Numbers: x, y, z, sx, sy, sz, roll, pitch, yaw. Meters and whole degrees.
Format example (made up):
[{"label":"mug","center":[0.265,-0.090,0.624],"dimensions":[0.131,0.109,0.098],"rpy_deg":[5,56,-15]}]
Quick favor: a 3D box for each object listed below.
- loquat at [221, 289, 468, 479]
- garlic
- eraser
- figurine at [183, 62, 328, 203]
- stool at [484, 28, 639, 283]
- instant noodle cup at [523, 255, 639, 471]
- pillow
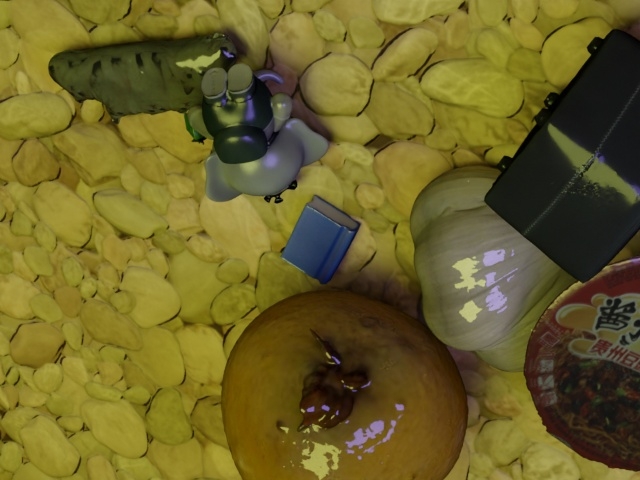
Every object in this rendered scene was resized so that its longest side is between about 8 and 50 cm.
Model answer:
[{"label":"loquat","center":[0.021,0.186,1.903],"dimensions":[0.274,0.275,0.275],"rpy_deg":[13,123,21]},{"label":"garlic","center":[0.174,0.037,1.824],"dimensions":[0.178,0.143,0.229],"rpy_deg":[-27,94,38]},{"label":"eraser","center":[0.000,0.000,1.961],"dimensions":[0.063,0.027,0.085],"rpy_deg":[32,127,6]},{"label":"figurine","center":[-0.072,-0.111,1.877],"dimensions":[0.147,0.126,0.192],"rpy_deg":[-17,138,6]},{"label":"stool","center":[0.262,-0.083,1.658],"dimensions":[0.141,0.232,0.232],"rpy_deg":[37,128,1]},{"label":"instant noodle cup","center":[0.340,0.104,1.782],"dimensions":[0.274,0.091,0.274],"rpy_deg":[2,122,2]},{"label":"pillow","center":[-0.190,-0.175,1.944],"dimensions":[0.241,0.051,0.093],"rpy_deg":[-4,120,26]}]
